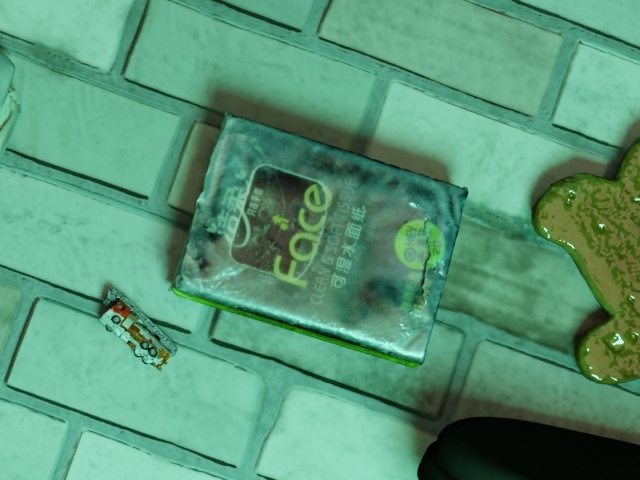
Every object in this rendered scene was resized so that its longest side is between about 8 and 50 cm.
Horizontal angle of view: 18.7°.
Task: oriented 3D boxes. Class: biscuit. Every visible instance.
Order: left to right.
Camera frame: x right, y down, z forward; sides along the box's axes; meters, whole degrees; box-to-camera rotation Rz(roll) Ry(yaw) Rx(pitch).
[{"bbox_3d":[0.316,0.060,1.788,0.197,0.049,0.301,-25,85,-6],"label":"biscuit"}]

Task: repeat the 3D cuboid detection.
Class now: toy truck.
[{"bbox_3d":[-0.165,0.080,1.734,0.083,0.024,0.032,41,56,-2],"label":"toy truck"}]

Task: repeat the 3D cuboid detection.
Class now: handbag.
[{"bbox_3d":[0.232,0.236,1.652,0.308,0.254,0.093,13,101,-6],"label":"handbag"}]

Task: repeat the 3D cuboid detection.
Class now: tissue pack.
[{"bbox_3d":[0.000,0.000,1.742,0.235,0.073,0.173,18,78,-5],"label":"tissue pack"}]

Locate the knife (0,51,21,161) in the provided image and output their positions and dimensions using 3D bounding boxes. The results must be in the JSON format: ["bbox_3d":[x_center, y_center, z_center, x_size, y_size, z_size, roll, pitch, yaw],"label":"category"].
[{"bbox_3d":[-0.329,-0.046,1.723,0.073,0.040,0.265,20,79,-15],"label":"knife"}]
